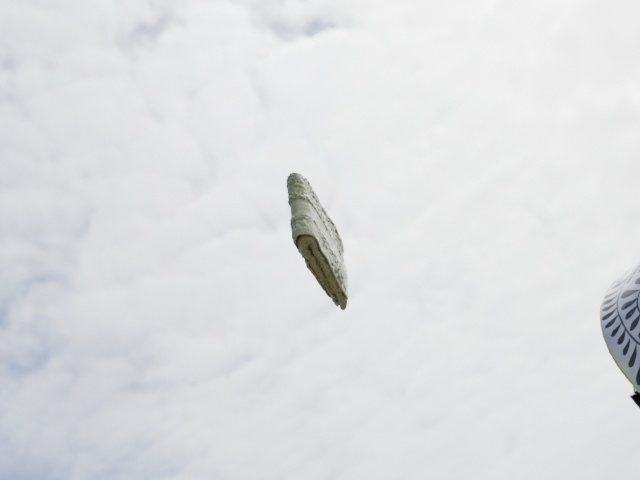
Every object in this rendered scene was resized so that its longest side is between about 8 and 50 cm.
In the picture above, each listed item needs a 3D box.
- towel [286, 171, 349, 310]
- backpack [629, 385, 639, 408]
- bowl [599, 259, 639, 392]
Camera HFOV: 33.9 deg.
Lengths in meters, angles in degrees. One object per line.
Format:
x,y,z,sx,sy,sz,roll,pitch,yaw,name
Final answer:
0.000,0.000,1.182,0.027,0.110,0.148,-19,-42,13,towel
0.570,0.178,1.442,0.273,0.290,0.355,-29,-29,8,backpack
0.248,0.033,0.575,0.170,0.170,0.080,-10,-49,-24,bowl
